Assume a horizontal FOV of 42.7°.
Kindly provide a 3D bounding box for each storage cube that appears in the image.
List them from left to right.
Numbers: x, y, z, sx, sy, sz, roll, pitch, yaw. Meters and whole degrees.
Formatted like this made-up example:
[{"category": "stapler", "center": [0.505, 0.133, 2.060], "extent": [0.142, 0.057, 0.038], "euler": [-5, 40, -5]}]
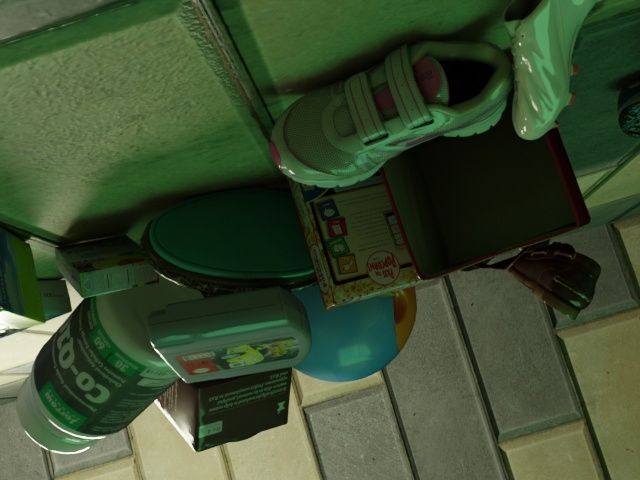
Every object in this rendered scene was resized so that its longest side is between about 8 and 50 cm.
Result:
[{"category": "storage cube", "center": [0.192, -0.073, 0.958], "extent": [0.184, 0.214, 0.193], "euler": [-21, 175, 22]}]

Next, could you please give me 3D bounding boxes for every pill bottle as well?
[{"category": "pill bottle", "center": [-0.356, 0.205, 1.377], "extent": [0.204, 0.204, 0.361], "euler": [-5, 149, -50]}]

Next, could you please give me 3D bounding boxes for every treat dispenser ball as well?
[{"category": "treat dispenser ball", "center": [0.034, 0.118, 1.522], "extent": [0.288, 0.288, 0.288], "euler": [-16, 170, -3]}]

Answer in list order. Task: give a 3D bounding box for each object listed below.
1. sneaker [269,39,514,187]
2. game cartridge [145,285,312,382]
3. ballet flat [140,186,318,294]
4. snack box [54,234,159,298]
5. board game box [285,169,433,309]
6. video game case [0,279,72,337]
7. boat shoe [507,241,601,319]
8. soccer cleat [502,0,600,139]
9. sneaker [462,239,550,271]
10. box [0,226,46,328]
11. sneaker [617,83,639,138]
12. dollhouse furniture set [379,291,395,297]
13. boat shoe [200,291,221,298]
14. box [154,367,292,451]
[{"category": "sneaker", "center": [0.071, -0.132, 0.770], "extent": [0.252, 0.102, 0.111], "euler": [-23, 170, -10]}, {"category": "game cartridge", "center": [-0.111, 0.135, 1.113], "extent": [0.196, 0.060, 0.294], "euler": [-13, 161, -3]}, {"category": "ballet flat", "center": [0.000, 0.000, 1.126], "extent": [0.483, 0.164, 0.182], "euler": [-16, 151, -18]}, {"category": "snack box", "center": [-0.282, 0.031, 1.073], "extent": [0.100, 0.037, 0.141], "euler": [-10, -163, -27]}, {"category": "board game box", "center": [0.051, -0.026, 1.022], "extent": [0.147, 0.193, 0.045], "euler": [-13, 169, -17]}, {"category": "video game case", "center": [-0.565, 0.126, 1.248], "extent": [0.270, 0.061, 0.244], "euler": [-20, 171, 21]}, {"category": "boat shoe", "center": [0.280, 0.038, 0.968], "extent": [0.073, 0.073, 0.207], "euler": [-61, -175, 6]}, {"category": "soccer cleat", "center": [0.184, -0.168, 0.691], "extent": [0.076, 0.068, 0.196], "euler": [-3, 137, -11]}, {"category": "sneaker", "center": [0.325, -0.054, 1.649], "extent": [0.410, 0.157, 0.182], "euler": [-10, -160, -41]}, {"category": "box", "center": [-0.369, 0.041, 0.946], "extent": [0.043, 0.108, 0.178], "euler": [-14, 170, -5]}, {"category": "sneaker", "center": [0.504, -0.209, 1.105], "extent": [0.211, 0.080, 0.081], "euler": [-14, -146, 15]}, {"category": "dollhouse furniture set", "center": [0.043, 0.016, 1.320], "extent": [0.123, 0.151, 0.144], "euler": [-12, 159, 28]}, {"category": "boat shoe", "center": [-0.257, 0.102, 1.490], "extent": [0.308, 0.104, 0.111], "euler": [-13, 171, -13]}, {"category": "box", "center": [-0.236, 0.225, 1.555], "extent": [0.191, 0.143, 0.381], "euler": [-10, -152, -35]}]
